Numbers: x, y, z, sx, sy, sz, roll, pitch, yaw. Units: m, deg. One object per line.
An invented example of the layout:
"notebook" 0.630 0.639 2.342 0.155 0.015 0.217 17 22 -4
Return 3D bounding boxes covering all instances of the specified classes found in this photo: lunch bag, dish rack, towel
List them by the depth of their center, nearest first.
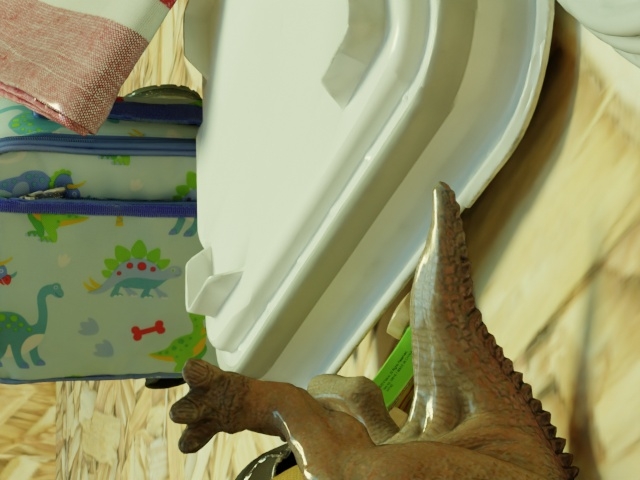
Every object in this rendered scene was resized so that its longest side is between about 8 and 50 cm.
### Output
"dish rack" 0.000 -0.100 0.884 0.333 0.072 0.285 123 149 -53
"towel" -0.106 -0.227 1.084 0.237 0.037 0.329 25 84 55
"lunch bag" -0.115 -0.002 1.134 0.090 0.219 0.176 -112 28 -59

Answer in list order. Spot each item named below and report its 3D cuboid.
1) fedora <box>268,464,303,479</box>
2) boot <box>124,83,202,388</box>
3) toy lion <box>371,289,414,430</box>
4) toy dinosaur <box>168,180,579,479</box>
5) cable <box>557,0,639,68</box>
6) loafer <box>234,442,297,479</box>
"fedora" 0.002 0.163 0.815 0.079 0.194 0.194 -46 26 12
"boot" -0.119 0.003 1.510 0.246 0.083 0.161 99 159 -51
"toy lion" 0.028 0.076 0.830 0.100 0.034 0.096 -50 -14 -41
"toy dinosaur" 0.035 0.136 0.656 0.295 0.200 0.127 -63 -29 -19
"cable" 0.115 -0.165 0.458 0.257 0.089 0.257 -108 25 -55
"loafer" -0.019 0.200 0.986 0.078 0.080 0.220 109 159 -53
